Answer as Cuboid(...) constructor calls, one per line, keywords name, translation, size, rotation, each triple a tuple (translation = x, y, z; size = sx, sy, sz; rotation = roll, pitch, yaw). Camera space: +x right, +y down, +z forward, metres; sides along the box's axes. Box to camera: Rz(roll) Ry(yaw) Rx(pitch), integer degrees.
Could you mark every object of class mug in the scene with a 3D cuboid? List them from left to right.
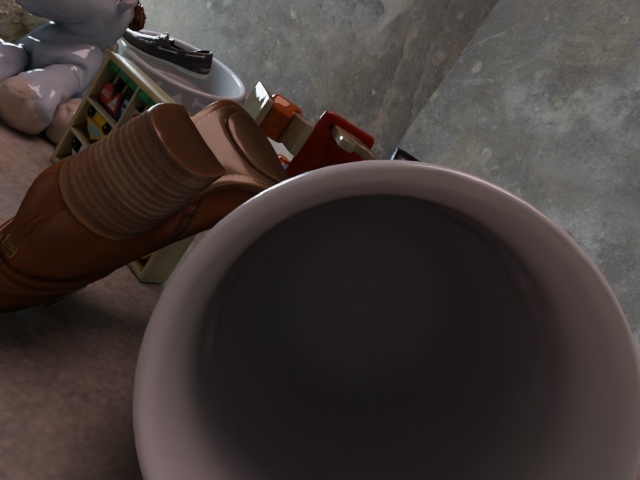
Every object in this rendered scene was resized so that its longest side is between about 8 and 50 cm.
Cuboid(name="mug", translation=(0.069, 0.119, 0.465), size=(0.374, 0.276, 0.328), rotation=(52, 4, -3))

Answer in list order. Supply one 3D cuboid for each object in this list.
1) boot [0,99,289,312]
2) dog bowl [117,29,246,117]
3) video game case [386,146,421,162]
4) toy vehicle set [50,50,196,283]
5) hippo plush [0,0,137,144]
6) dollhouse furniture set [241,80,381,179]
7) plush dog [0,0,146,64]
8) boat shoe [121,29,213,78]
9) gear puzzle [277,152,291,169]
Cuboid(name="boot", translation=(-0.149, -0.020, 0.499), size=(0.109, 0.220, 0.283), rotation=(59, 17, -2))
Cuboid(name="dog bowl", translation=(-0.335, -0.378, 1.355), size=(0.349, 0.102, 0.348), rotation=(24, 29, -14))
Cuboid(name="video game case", translation=(0.202, -0.019, 1.219), size=(0.248, 0.274, 0.035), rotation=(29, -12, -19))
Cuboid(name="toy vehicle set", translation=(-0.219, -0.095, 0.676), size=(0.267, 0.166, 0.035), rotation=(43, 15, 32))
Cuboid(name="hippo plush", translation=(-0.358, -0.280, 0.834), size=(0.234, 0.236, 0.294), rotation=(42, 16, 31))
Cuboid(name="dollhouse furniture set", translation=(-0.031, -0.045, 0.751), size=(0.262, 0.259, 0.135), rotation=(28, 18, -27))
Cuboid(name="plush dog", translation=(-0.452, -0.407, 1.072), size=(0.210, 0.225, 0.262), rotation=(42, 15, 30))
Cuboid(name="boat shoe", translation=(-0.336, -0.430, 1.254), size=(0.206, 0.065, 0.075), rotation=(22, 32, -17))
Cuboid(name="gear puzzle", translation=(-0.154, -0.268, 1.682), size=(0.176, 0.044, 0.339), rotation=(26, 16, -30))
